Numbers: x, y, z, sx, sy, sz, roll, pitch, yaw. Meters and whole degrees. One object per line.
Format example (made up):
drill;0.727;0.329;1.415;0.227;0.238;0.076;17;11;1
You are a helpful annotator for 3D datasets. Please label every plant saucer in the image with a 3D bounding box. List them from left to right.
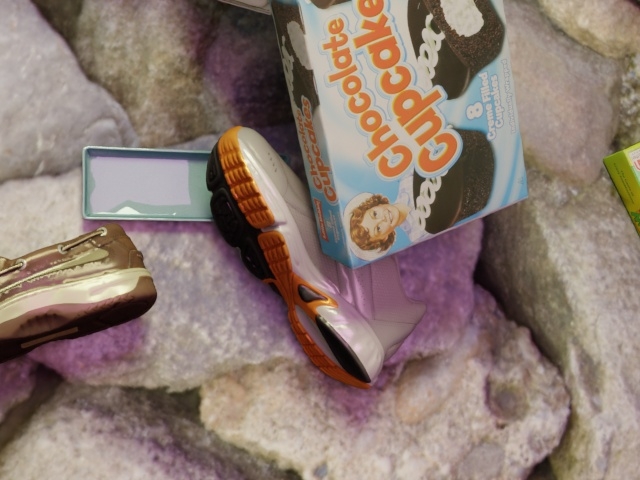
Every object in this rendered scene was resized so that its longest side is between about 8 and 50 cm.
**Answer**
plant saucer;-0.121;-0.049;1.021;0.192;0.018;0.067;1;82;-16

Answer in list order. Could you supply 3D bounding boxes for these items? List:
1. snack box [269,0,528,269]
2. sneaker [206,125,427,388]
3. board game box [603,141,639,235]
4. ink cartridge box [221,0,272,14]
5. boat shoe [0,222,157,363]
snack box;0.062;-0.157;0.907;0.187;0.060;0.322;-22;114;-22
sneaker;0.000;0.000;1.012;0.121;0.099;0.262;-40;108;-29
board game box;0.375;-0.024;1.149;0.092;0.043;0.181;-25;89;-19
ink cartridge box;0.009;-0.343;0.967;0.283;0.117;0.207;-30;129;-35
boat shoe;-0.272;0.048;0.933;0.257;0.095;0.095;-15;72;-24
